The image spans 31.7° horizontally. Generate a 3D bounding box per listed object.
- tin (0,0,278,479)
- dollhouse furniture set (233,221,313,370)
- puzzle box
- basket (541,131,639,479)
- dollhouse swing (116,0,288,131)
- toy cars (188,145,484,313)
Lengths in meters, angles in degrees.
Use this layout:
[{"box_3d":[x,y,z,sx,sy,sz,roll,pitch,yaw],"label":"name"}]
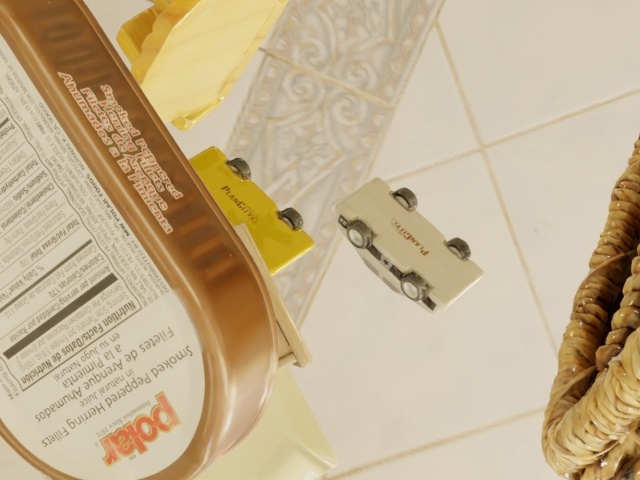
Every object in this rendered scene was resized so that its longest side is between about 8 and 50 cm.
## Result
[{"box_3d":[-0.091,-0.004,0.356,0.106,0.040,0.189,-33,91,35],"label":"tin"},{"box_3d":[-0.088,0.051,0.665,0.174,0.355,0.303,-28,91,-11],"label":"dollhouse furniture set"},{"box_3d":[-0.205,0.321,1.715,0.409,0.052,0.272,-26,87,-24],"label":"puzzle box"},{"box_3d":[0.182,-0.028,0.466,0.223,0.213,0.299,38,61,-23],"label":"basket"},{"box_3d":[-0.228,-0.357,1.668,0.315,0.305,0.347,55,132,18],"label":"dollhouse swing"},{"box_3d":[0.000,0.000,1.372,0.394,0.087,0.176,11,53,-7],"label":"toy cars"}]
